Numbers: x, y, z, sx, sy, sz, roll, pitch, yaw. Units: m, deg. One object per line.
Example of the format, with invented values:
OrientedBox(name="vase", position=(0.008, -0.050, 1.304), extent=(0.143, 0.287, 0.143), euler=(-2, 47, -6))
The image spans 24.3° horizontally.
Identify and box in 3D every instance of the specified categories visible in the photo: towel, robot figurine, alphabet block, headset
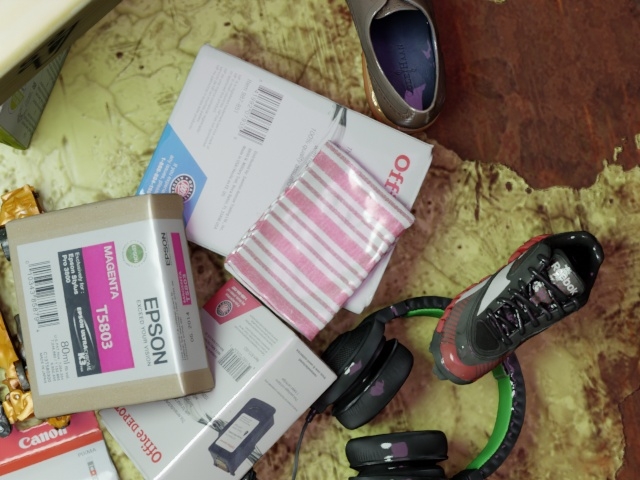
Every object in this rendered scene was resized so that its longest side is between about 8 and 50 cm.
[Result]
OrientedBox(name="towel", position=(0.000, 0.000, 1.741), extent=(0.144, 0.029, 0.197), euler=(41, 86, -5))
OrientedBox(name="robot figurine", position=(-0.361, 0.091, 1.803), extent=(0.211, 0.085, 0.291), euler=(-21, 89, -5))
OrientedBox(name="alphabet block", position=(-0.315, -0.257, 1.428), extent=(0.197, 0.193, 0.192), euler=(-41, 94, -7))
OrientedBox(name="headset", position=(0.061, 0.224, 1.839), extent=(0.394, 0.185, 0.243), euler=(-22, 87, -21))

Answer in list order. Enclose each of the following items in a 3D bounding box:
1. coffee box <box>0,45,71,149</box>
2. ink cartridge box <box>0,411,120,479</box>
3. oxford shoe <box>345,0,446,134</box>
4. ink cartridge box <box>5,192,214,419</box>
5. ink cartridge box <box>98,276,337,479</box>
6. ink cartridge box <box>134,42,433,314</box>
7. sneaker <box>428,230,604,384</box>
OrientedBox(name="coffee box", position=(-0.442, -0.324, 1.680), extent=(0.337, 0.338, 0.334), euler=(22, 87, -5))
OrientedBox(name="ink cartridge box", position=(-0.326, 0.285, 1.823), extent=(0.145, 0.045, 0.179), euler=(-19, 93, -6))
OrientedBox(name="oxford shoe", position=(0.087, -0.316, 1.836), extent=(0.130, 0.133, 0.364), euler=(-18, 90, -5))
OrientedBox(name="ink cartridge box", position=(-0.242, 0.075, 1.699), extent=(0.193, 0.088, 0.235), euler=(-12, 86, 18))
OrientedBox(name="ink cartridge box", position=(-0.125, 0.186, 1.773), extent=(0.237, 0.172, 0.100), euler=(-46, 127, -5))
OrientedBox(name="ink cartridge box", position=(-0.050, -0.071, 1.817), extent=(0.307, 0.129, 0.223), euler=(24, 86, -5))
OrientedBox(name="sneaker", position=(0.245, 0.072, 1.800), extent=(0.276, 0.135, 0.098), euler=(-38, 94, -29))
